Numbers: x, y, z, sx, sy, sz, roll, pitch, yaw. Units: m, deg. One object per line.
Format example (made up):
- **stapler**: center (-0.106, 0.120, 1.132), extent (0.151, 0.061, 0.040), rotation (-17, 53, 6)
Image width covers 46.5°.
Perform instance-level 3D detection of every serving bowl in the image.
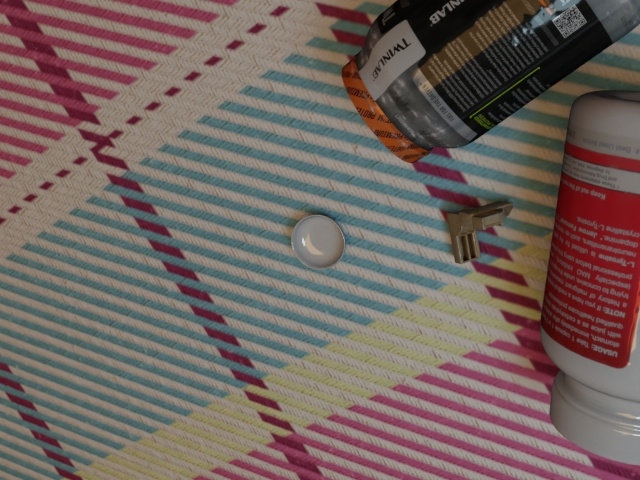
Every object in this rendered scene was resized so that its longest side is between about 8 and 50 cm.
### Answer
- **serving bowl**: center (0.000, 0.000, 1.095), extent (0.083, 0.027, 0.083), rotation (5, 106, 17)

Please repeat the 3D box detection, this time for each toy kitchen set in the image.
- **toy kitchen set**: center (0.225, -0.009, 1.000), extent (0.068, 0.083, 0.075), rotation (-16, 103, -20)

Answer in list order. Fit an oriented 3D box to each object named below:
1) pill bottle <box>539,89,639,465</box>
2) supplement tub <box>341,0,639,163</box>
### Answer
- **pill bottle**: center (0.384, 0.040, 0.870), extent (0.229, 0.229, 0.407), rotation (8, 107, 16)
- **supplement tub**: center (0.191, -0.240, 0.874), extent (0.316, 0.193, 0.193), rotation (-35, 92, 23)
